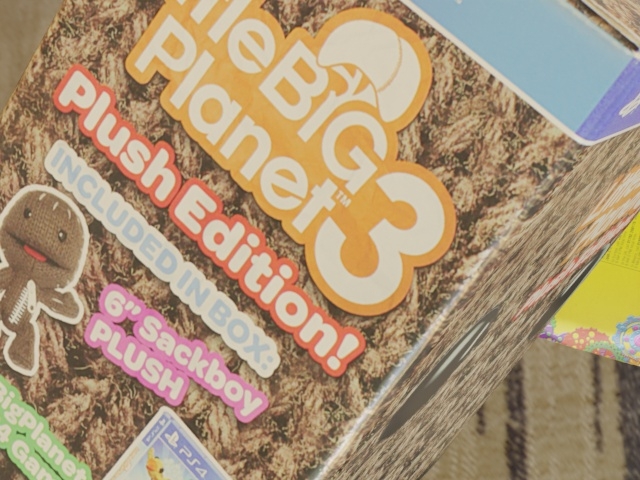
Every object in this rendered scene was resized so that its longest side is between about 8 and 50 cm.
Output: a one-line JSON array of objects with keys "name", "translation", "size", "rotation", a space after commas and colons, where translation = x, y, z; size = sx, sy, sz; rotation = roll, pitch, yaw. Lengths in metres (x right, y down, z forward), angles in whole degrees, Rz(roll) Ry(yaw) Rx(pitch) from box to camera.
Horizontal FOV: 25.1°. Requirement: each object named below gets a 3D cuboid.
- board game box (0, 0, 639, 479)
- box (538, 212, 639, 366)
[{"name": "board game box", "translation": [0.000, 0.000, 0.496], "size": [0.141, 0.232, 0.291], "rotation": [41, 116, 14]}, {"name": "box", "translation": [0.206, -0.110, 0.942], "size": [0.177, 0.279, 0.290], "rotation": [16, 112, 10]}]
